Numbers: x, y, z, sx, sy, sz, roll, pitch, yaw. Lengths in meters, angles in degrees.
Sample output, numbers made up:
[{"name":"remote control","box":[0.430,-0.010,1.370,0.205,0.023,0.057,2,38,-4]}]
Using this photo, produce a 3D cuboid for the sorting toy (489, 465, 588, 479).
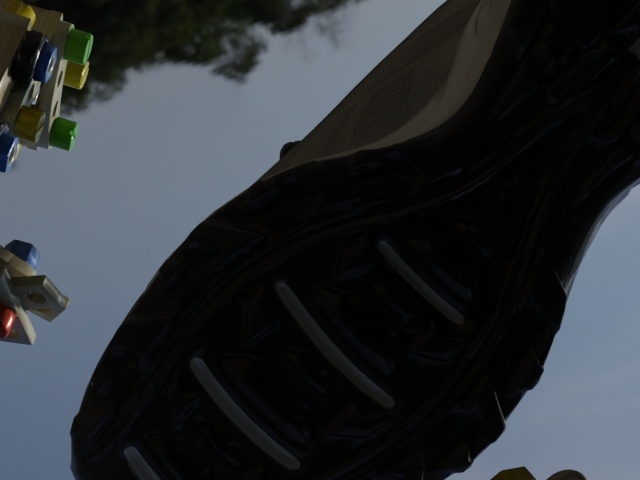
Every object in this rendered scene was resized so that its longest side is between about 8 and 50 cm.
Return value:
[{"name":"sorting toy","box":[0.114,0.261,1.116,0.229,0.307,0.041,-26,-122,-26]}]

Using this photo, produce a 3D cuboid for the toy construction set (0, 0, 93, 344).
[{"name":"toy construction set","box":[-0.283,-0.079,1.203,0.151,0.328,0.215,5,146,-11]}]

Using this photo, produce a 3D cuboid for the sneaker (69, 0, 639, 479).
[{"name":"sneaker","box":[0.032,-0.006,0.437,0.271,0.100,0.108,-44,-172,-20]}]

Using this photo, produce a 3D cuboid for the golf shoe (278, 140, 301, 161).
[{"name":"golf shoe","box":[0.000,0.000,1.355,0.077,0.198,0.094,-6,167,-20]}]
